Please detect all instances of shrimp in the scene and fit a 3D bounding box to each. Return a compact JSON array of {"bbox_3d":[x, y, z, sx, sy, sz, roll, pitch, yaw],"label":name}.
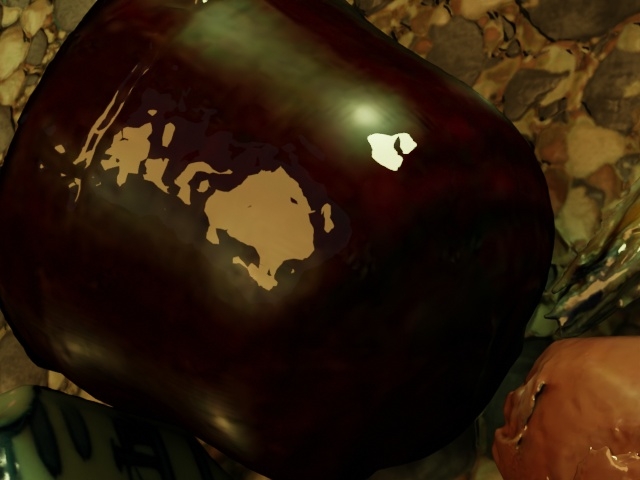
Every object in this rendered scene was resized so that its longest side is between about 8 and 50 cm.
[{"bbox_3d":[0.289,-0.029,0.869,0.317,0.062,0.164,-41,39,-5],"label":"shrimp"}]

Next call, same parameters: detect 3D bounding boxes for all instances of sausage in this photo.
[{"bbox_3d":[0.243,0.133,0.799,0.280,0.152,0.152,4,73,36],"label":"sausage"}]

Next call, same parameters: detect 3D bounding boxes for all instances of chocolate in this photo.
[{"bbox_3d":[0.000,0.000,0.936,0.331,0.384,0.383,26,86,24],"label":"chocolate"}]

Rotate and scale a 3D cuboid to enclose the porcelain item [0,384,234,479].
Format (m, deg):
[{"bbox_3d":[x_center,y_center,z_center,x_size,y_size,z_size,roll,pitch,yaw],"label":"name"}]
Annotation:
[{"bbox_3d":[-0.166,0.261,0.947,0.157,0.286,0.281,-37,51,23],"label":"porcelain item"}]
